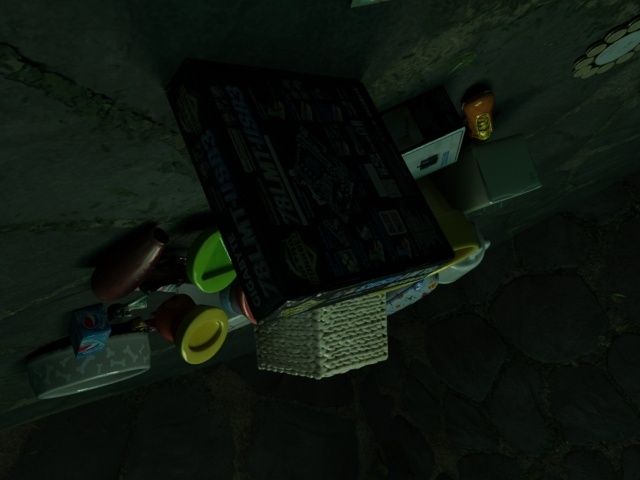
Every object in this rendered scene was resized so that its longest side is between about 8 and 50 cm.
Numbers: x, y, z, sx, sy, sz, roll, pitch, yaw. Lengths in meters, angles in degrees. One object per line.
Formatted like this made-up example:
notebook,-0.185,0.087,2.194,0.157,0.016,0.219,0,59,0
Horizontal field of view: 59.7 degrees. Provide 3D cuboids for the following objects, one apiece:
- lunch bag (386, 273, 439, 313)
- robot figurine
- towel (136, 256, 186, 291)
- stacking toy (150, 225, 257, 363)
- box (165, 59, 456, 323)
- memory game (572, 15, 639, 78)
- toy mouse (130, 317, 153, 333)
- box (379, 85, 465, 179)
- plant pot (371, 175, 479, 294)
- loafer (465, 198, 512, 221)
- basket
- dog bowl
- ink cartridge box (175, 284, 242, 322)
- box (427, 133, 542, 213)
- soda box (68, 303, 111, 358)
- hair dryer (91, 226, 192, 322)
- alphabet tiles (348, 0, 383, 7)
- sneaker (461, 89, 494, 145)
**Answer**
lunch bag,0.236,0.101,1.841,0.115,0.243,0.303,11,145,-40
robot figurine,0.468,0.043,2.045,0.300,0.199,0.353,-5,163,-9
towel,-0.332,0.088,1.303,0.144,0.029,0.197,-26,166,14
stacking toy,-0.210,0.072,1.169,0.309,0.130,0.279,-23,126,-48
box,-0.002,-0.072,0.682,0.293,0.295,0.073,-11,159,-43
memory game,0.569,-0.370,1.060,0.186,0.012,0.186,-22,166,-5
toy mouse,-0.484,0.236,1.608,0.143,0.031,0.161,-10,161,-42
box,0.100,-0.146,0.996,0.290,0.087,0.169,-23,166,2
plant pot,0.165,-0.041,1.167,0.254,0.239,0.254,-21,165,-6
loafer,0.482,-0.124,1.745,0.268,0.084,0.096,-23,135,-14
basket,-0.001,0.259,1.756,0.331,0.266,0.328,-5,180,-45
dog bowl,-0.652,0.361,1.596,0.349,0.102,0.349,-17,167,-4
ink cartridge box,-0.234,0.159,1.465,0.226,0.131,0.306,-23,172,-9
box,0.321,-0.120,1.250,0.148,0.121,0.311,-17,176,-24
soda box,-0.563,0.224,1.356,0.067,0.071,0.210,-15,164,-32
hair dryer,-0.335,0.052,1.089,0.224,0.080,0.293,-29,167,-24
alphabet tiles,0.124,-0.318,0.557,0.237,0.009,0.198,-19,166,-19
sneaker,0.305,-0.231,1.048,0.064,0.067,0.175,-24,165,12
